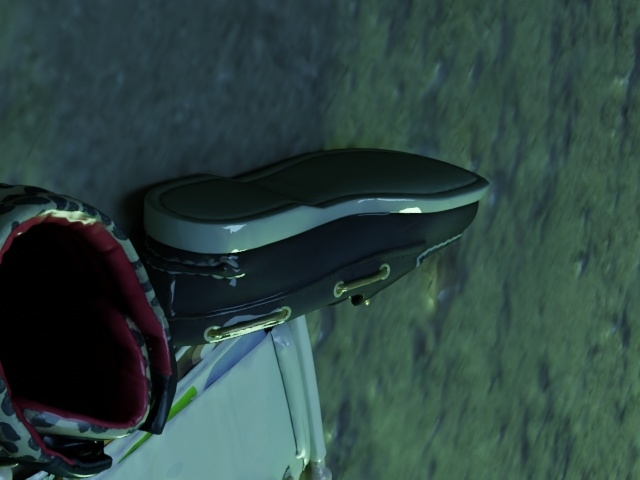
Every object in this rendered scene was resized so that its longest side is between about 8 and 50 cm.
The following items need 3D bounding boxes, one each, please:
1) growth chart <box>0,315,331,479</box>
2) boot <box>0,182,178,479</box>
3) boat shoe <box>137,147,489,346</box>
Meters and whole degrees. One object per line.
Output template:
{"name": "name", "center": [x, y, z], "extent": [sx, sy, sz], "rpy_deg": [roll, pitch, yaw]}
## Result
{"name": "growth chart", "center": [-0.070, 0.112, 0.774], "extent": [0.237, 0.021, 0.172], "rpy_deg": [-34, 130, -44]}
{"name": "boot", "center": [-0.126, 0.056, 0.522], "extent": [0.085, 0.179, 0.236], "rpy_deg": [-48, 138, -34]}
{"name": "boat shoe", "center": [0.000, 0.000, 0.780], "extent": [0.228, 0.081, 0.068], "rpy_deg": [-11, 116, -46]}
